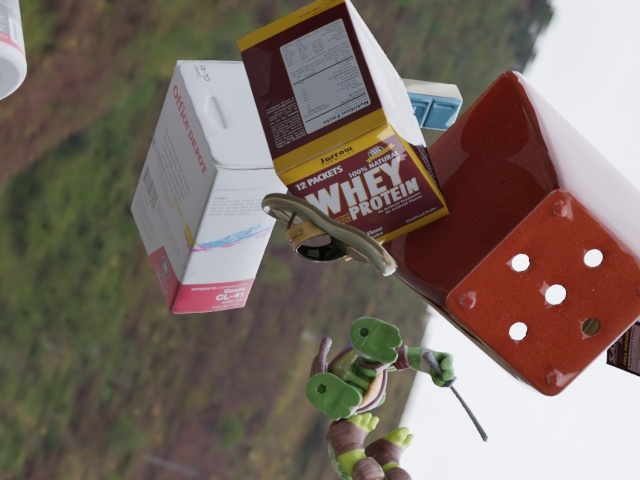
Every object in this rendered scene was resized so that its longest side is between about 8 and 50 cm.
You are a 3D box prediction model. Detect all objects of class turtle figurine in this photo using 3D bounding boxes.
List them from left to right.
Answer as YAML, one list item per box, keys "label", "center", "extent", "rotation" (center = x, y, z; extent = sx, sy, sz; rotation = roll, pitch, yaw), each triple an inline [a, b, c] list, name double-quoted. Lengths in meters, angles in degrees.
- label: "turtle figurine"
  center: [0.091, 0.215, 2.432]
  extent: [0.266, 0.198, 0.275]
  rotation: [56, 14, -70]
- label: "turtle figurine"
  center: [0.087, 0.292, 1.943]
  extent: [0.087, 0.269, 0.217]
  rotation: [-47, -134, 32]

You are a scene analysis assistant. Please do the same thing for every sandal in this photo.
- label: "sandal"
  center: [0.000, 0.000, 1.913]
  extent: [0.180, 0.072, 0.049]
  rotation: [29, -99, 37]

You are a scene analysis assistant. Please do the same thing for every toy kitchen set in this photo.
- label: "toy kitchen set"
  center: [0.124, -0.094, 2.649]
  extent: [0.166, 0.122, 0.207]
  rotation: [-108, -151, -47]

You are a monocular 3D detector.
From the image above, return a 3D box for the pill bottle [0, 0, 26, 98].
- label: "pill bottle"
  center: [-0.482, -0.333, 2.511]
  extent: [0.161, 0.161, 0.283]
  rotation: [131, -45, -54]

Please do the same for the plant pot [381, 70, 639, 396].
- label: "plant pot"
  center: [0.233, 0.018, 2.111]
  extent: [0.267, 0.267, 0.236]
  rotation: [-45, -159, 10]

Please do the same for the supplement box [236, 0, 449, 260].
- label: "supplement box"
  center: [0.025, -0.121, 2.038]
  extent: [0.129, 0.191, 0.194]
  rotation: [-25, -126, 11]

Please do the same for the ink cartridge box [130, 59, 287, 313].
- label: "ink cartridge box"
  center: [-0.160, -0.076, 2.759]
  extent: [0.306, 0.131, 0.226]
  rotation: [114, -36, -42]

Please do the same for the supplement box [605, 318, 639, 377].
- label: "supplement box"
  center: [0.469, 0.140, 2.252]
  extent: [0.239, 0.130, 0.073]
  rotation: [22, -66, 50]
